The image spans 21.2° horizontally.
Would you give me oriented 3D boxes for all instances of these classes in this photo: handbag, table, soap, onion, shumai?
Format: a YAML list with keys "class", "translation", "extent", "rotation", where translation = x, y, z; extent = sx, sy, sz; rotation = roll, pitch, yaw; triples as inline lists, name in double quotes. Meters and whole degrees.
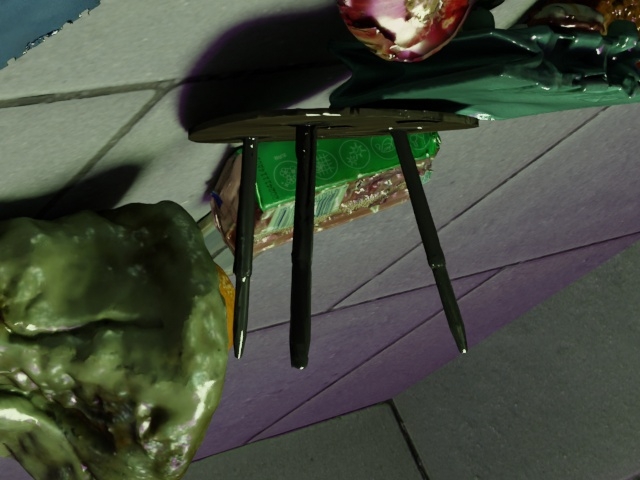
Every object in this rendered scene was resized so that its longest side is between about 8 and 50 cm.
- class: "handbag"
  translation: [0.176, -0.182, 1.718]
  extent: [0.268, 0.100, 0.274]
  rotation: [0, 178, -38]
- class: "table"
  translation: [0.000, 0.000, 1.756]
  extent: [0.317, 0.249, 0.317]
  rotation: [-3, 179, 0]
- class: "soap"
  translation: [0.008, -0.077, 2.068]
  extent: [0.273, 0.098, 0.218]
  rotation: [-20, 166, -22]
- class: "onion"
  translation: [0.062, -0.243, 1.553]
  extent: [0.150, 0.140, 0.150]
  rotation: [-15, 120, -27]
- class: "shumai"
  translation: [-0.314, 0.114, 1.854]
  extent: [0.323, 0.324, 0.397]
  rotation: [10, 153, -36]

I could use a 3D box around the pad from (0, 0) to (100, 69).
- class: "pad"
  translation: [-0.302, -0.170, 1.349]
  extent: [0.269, 0.012, 0.269]
  rotation: [-29, 166, 16]

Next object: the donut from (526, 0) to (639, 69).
- class: "donut"
  translation: [0.301, -0.237, 1.966]
  extent: [0.126, 0.144, 0.186]
  rotation: [-8, -170, -34]

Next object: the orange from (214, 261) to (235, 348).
- class: "orange"
  translation: [-0.209, 0.100, 2.145]
  extent: [0.219, 0.193, 0.219]
  rotation: [-18, -154, 9]

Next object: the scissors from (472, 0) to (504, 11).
- class: "scissors"
  translation: [0.178, -0.261, 1.816]
  extent: [0.204, 0.027, 0.101]
  rotation: [-24, 165, 3]

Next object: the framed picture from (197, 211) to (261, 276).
- class: "framed picture"
  translation: [-0.114, -0.007, 2.295]
  extent: [0.213, 0.016, 0.289]
  rotation: [-10, 161, -46]
